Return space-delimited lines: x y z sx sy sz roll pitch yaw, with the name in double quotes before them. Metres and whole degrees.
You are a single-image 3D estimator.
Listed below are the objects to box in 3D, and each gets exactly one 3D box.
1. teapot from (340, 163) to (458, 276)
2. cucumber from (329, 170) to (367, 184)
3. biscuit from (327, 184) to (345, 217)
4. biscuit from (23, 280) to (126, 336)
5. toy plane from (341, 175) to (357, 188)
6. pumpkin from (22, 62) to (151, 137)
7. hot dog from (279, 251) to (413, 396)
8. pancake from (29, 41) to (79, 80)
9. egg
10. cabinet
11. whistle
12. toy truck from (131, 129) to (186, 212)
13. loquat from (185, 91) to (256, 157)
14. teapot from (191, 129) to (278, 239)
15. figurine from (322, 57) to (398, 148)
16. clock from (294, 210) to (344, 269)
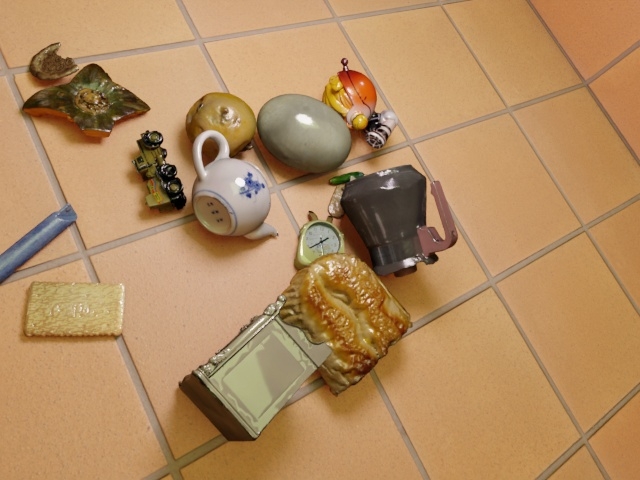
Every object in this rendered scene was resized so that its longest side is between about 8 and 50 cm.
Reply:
"teapot" 0.272 -0.063 1.630 0.306 0.376 0.361 -18 91 -43
"cucumber" 0.103 -0.241 1.839 0.168 0.039 0.039 -15 75 -24
"biscuit" 0.073 -0.148 1.801 0.071 0.018 0.147 26 63 -7
"biscuit" -0.687 0.193 1.355 0.250 0.030 0.160 3 69 -20
"toy plane" 0.220 -0.215 1.847 0.287 0.092 0.108 4 96 -28
"pumpkin" -0.748 -0.438 1.554 0.258 0.095 0.290 38 57 1
"hot dog" 0.056 0.228 1.536 0.367 0.196 0.365 -41 99 -22
"pancake" -0.862 -0.586 1.573 0.191 0.020 0.184 12 57 11
"egg" -0.056 -0.380 1.711 0.352 0.258 0.258 26 62 -11
"cabinet" -0.186 0.354 1.340 0.227 0.290 0.318 47 59 0
"whistle" -0.819 0.010 1.361 0.062 0.062 0.304 39 60 -3
"toy truck" -0.523 -0.218 1.541 0.127 0.127 0.256 -20 76 -12
"loquat" -0.330 -0.384 1.631 0.244 0.244 0.243 8 66 -18
"teapot" -0.268 -0.155 1.543 0.423 0.253 0.280 61 41 -23
"figurine" 0.141 -0.512 1.824 0.323 0.196 0.320 40 16 -20
"clock" 0.000 0.000 1.683 0.170 0.069 0.231 12 64 -16
